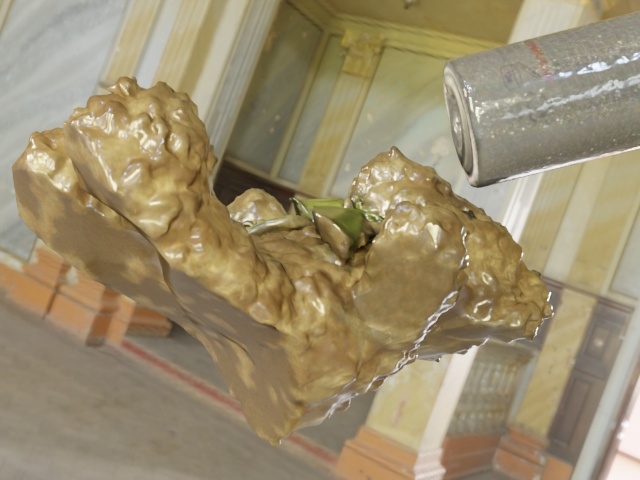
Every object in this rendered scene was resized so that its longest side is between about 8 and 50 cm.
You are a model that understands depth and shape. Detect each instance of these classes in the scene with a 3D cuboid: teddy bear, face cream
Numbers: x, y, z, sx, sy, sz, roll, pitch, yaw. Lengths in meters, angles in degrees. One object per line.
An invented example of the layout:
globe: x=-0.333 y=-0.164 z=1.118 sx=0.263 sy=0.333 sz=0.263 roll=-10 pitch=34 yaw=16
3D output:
teddy bear: x=-0.005 y=-0.009 z=0.486 sx=0.296 sy=0.222 sz=0.246 roll=52 pitch=-26 yaw=-21
face cream: x=0.210 y=-0.096 z=0.419 sx=0.283 sy=0.073 sz=0.073 roll=-14 pitch=-1 yaw=2
